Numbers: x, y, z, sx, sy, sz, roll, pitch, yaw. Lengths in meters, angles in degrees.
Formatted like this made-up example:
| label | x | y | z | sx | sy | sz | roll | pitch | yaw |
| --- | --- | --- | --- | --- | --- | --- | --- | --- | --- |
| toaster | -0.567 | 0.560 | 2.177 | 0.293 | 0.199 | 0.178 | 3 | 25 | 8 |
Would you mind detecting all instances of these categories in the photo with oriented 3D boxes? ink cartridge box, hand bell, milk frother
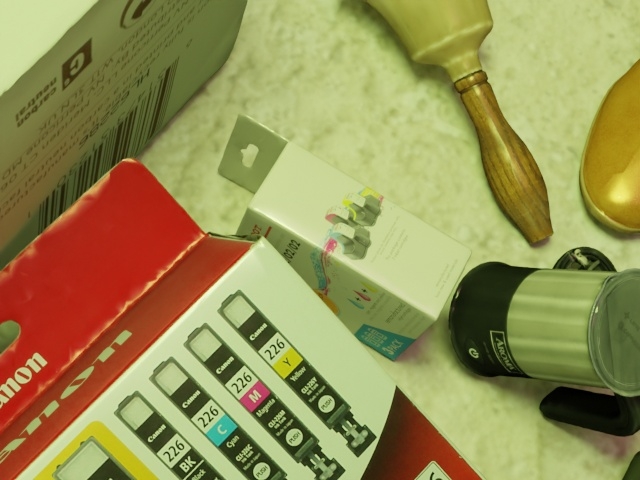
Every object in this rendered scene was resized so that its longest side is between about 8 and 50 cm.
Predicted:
| label | x | y | z | sx | sy | sz | roll | pitch | yaw |
| --- | --- | --- | --- | --- | --- | --- | --- | --- | --- |
| ink cartridge box | -0.113 | 0.148 | 0.729 | 0.309 | 0.130 | 0.272 | -46 | 104 | -12 |
| hand bell | 0.116 | -0.111 | 0.988 | 0.126 | 0.126 | 0.242 | -23 | 90 | -21 |
| milk frother | 0.190 | 0.049 | 0.910 | 0.129 | 0.135 | 0.143 | 47 | 65 | -28 |
| ink cartridge box | 0.000 | 0.000 | 0.898 | 0.181 | 0.104 | 0.061 | 31 | 65 | 0 |

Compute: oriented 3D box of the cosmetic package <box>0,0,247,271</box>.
| label | x | y | z | sx | sy | sz | roll | pitch | yaw |
| --- | --- | --- | --- | --- | --- | --- | --- | --- | --- |
| cosmetic package | -0.278 | -0.194 | 0.782 | 0.394 | 0.327 | 0.329 | 37 | 66 | 3 |

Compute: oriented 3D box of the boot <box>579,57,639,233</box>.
| label | x | y | z | sx | sy | sz | roll | pitch | yaw |
| --- | --- | --- | --- | --- | --- | --- | --- | --- | --- |
| boot | 0.315 | -0.150 | 0.974 | 0.104 | 0.211 | 0.295 | 38 | 66 | 3 |

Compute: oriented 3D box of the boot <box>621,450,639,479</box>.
| label | x | y | z | sx | sy | sz | roll | pitch | yaw |
| --- | --- | --- | --- | --- | --- | --- | --- | --- | --- |
| boot | 0.241 | 0.187 | 0.841 | 0.077 | 0.198 | 0.137 | 52 | 60 | -21 |
